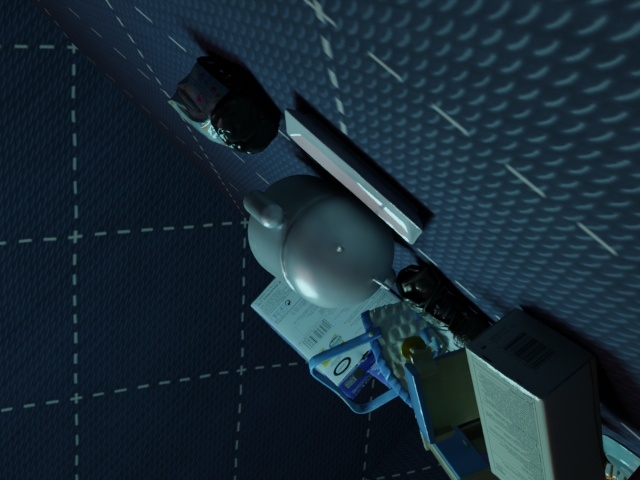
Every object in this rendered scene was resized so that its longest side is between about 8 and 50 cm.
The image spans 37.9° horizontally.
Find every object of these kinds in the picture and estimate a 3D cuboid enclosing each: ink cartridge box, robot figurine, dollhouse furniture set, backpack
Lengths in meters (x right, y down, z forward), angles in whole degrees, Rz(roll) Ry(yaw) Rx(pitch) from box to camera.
[{"bbox_3d":[0.057,0.207,2.360,0.395,0.270,0.151,40,175,29],"label":"ink cartridge box"},{"bbox_3d":[0.000,0.000,1.646,0.300,0.199,0.353,25,-177,-29],"label":"robot figurine"},{"bbox_3d":[0.286,0.249,1.635,0.198,0.287,0.303,-129,21,-67],"label":"dollhouse furniture set"},{"bbox_3d":[-0.170,-0.228,1.566,0.182,0.115,0.152,41,177,38],"label":"backpack"}]

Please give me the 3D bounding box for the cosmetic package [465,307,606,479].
[{"bbox_3d":[0.330,0.271,1.410,0.160,0.113,0.309,36,153,45],"label":"cosmetic package"}]

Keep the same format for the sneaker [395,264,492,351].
[{"bbox_3d":[0.216,0.124,1.657,0.227,0.087,0.130,45,-178,29],"label":"sneaker"}]

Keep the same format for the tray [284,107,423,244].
[{"bbox_3d":[0.054,-0.101,1.412,0.270,0.030,0.145,42,174,5],"label":"tray"}]

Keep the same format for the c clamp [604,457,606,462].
[{"bbox_3d":[0.541,0.424,1.986,0.161,0.022,0.137,40,167,24],"label":"c clamp"}]

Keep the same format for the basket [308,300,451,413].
[{"bbox_3d":[0.147,0.263,2.032,0.255,0.289,0.201,45,-156,-46],"label":"basket"}]

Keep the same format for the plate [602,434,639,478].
[{"bbox_3d":[0.585,0.429,1.719,0.188,0.024,0.188,41,173,6],"label":"plate"}]

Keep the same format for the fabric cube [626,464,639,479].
[{"bbox_3d":[0.552,0.492,1.313,0.258,0.254,0.259,42,173,-10],"label":"fabric cube"}]

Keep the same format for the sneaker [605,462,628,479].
[{"bbox_3d":[0.584,0.487,1.877,0.083,0.084,0.215,22,179,-36],"label":"sneaker"}]
